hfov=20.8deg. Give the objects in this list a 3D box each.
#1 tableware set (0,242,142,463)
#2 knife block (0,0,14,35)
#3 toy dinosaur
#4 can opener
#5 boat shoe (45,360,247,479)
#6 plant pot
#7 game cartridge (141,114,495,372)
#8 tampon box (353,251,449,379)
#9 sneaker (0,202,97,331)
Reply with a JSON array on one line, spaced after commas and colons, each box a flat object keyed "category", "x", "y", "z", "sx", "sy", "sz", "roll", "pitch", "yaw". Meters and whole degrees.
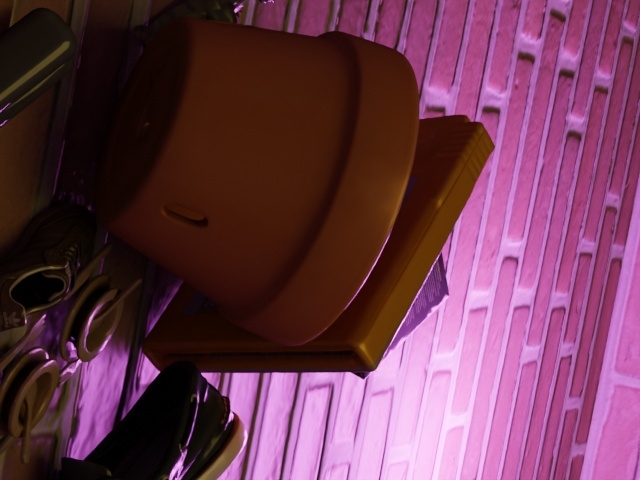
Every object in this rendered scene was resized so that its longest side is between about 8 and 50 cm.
[{"category": "tableware set", "x": -0.227, "y": 0.108, "z": 1.566, "sx": 0.194, "sy": 0.039, "sz": 0.128, "roll": -52, "pitch": 160, "yaw": -42}, {"category": "knife block", "x": -0.308, "y": -0.231, "z": 1.223, "sx": 0.242, "sy": 0.088, "sz": 0.276, "roll": 10, "pitch": 92, "yaw": -66}, {"category": "toy dinosaur", "x": -0.102, "y": -0.207, "z": 1.712, "sx": 0.268, "sy": 0.064, "sz": 0.118, "roll": -44, "pitch": 132, "yaw": -47}, {"category": "can opener", "x": -0.278, "y": -0.050, "z": 1.274, "sx": 0.283, "sy": 0.095, "sz": 0.076, "roll": -42, "pitch": 178, "yaw": -18}, {"category": "boat shoe", "x": -0.199, "y": 0.235, "z": 1.632, "sx": 0.340, "sy": 0.127, "sz": 0.113, "roll": -42, "pitch": 122, "yaw": -36}, {"category": "plant pot", "x": -0.072, "y": -0.071, "z": 1.569, "sx": 0.203, "sy": 0.291, "sz": 0.291, "roll": 20, "pitch": 80, "yaw": -22}, {"category": "game cartridge", "x": 0.000, "y": 0.000, "z": 1.758, "sx": 0.053, "sy": 0.285, "sz": 0.324, "roll": 55, "pitch": 48, "yaw": -32}, {"category": "tampon box", "x": 0.051, "y": 0.055, "z": 2.031, "sx": 0.161, "sy": 0.120, "sz": 0.101, "roll": -42, "pitch": 140, "yaw": -27}, {"category": "sneaker", "x": -0.236, "y": 0.030, "z": 1.512, "sx": 0.188, "sy": 0.071, "sz": 0.066, "roll": -45, "pitch": 139, "yaw": -49}]
